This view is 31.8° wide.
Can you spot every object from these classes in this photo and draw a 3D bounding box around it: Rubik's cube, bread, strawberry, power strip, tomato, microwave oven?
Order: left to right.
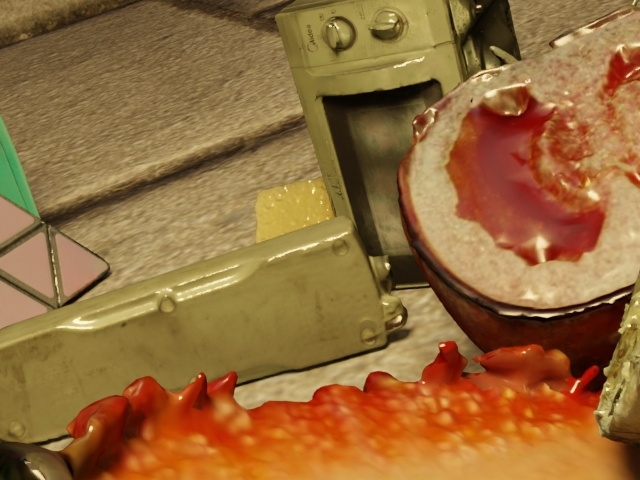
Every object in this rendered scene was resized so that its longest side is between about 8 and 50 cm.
[{"bbox_3d":[-0.277,-0.012,0.885,0.190,0.178,0.211,-24,24,-27],"label":"Rubik's cube"},{"bbox_3d":[-0.091,0.061,0.703,0.286,0.080,0.048,-18,16,1],"label":"power strip"},{"bbox_3d":[0.000,0.000,0.867,0.084,0.080,0.109,-7,-12,22],"label":"bread"},{"bbox_3d":[0.077,-0.090,0.776,0.129,0.205,0.163,-5,25,27],"label":"microwave oven"},{"bbox_3d":[0.047,0.145,0.376,0.306,0.137,0.233,0,29,-35],"label":"strawberry"},{"bbox_3d":[0.158,-0.007,0.577,0.214,0.155,0.180,-19,46,9],"label":"tomato"}]

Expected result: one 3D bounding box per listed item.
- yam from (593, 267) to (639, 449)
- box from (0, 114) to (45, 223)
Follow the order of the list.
[{"bbox_3d":[0.220,0.022,0.400,0.254,0.154,0.154,8,22,-5],"label":"yam"},{"bbox_3d":[-0.426,-0.028,0.989,0.311,0.205,0.118,-28,27,-23],"label":"box"}]
